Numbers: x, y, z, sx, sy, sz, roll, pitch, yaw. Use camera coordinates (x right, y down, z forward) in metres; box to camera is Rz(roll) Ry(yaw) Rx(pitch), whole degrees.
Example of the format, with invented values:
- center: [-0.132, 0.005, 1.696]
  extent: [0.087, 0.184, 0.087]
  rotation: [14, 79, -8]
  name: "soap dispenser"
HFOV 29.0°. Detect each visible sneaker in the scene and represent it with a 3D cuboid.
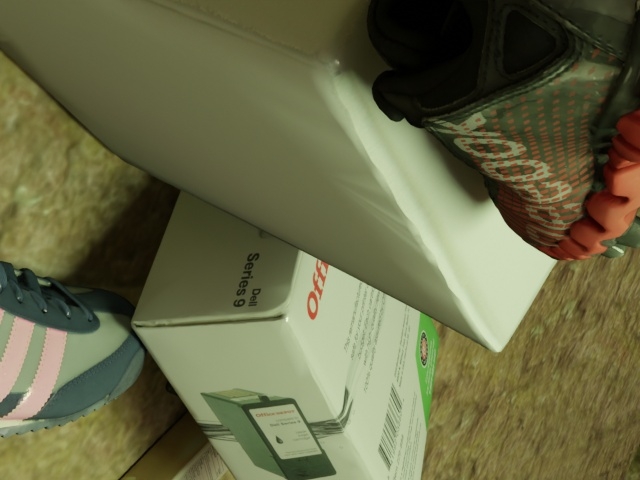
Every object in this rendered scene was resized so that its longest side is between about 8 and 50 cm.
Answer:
- center: [-0.207, 0.042, 0.738]
  extent: [0.319, 0.112, 0.131]
  rotation: [-8, 122, -58]
  name: "sneaker"
- center: [0.085, -0.065, 0.475]
  extent: [0.276, 0.135, 0.098]
  rotation: [84, 25, -77]
  name: "sneaker"

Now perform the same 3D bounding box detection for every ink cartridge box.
- center: [-0.010, 0.070, 0.954]
  extent: [0.289, 0.121, 0.211]
  rotation: [65, 29, -42]
  name: "ink cartridge box"

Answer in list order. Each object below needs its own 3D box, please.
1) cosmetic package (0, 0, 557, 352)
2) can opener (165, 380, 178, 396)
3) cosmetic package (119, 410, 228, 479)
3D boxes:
- center: [0.029, -0.219, 0.692]
  extent: [0.394, 0.329, 0.327]
  rotation: [-58, 150, -10]
  name: "cosmetic package"
- center: [-0.080, 0.122, 1.073]
  extent: [0.073, 0.059, 0.186]
  rotation: [-42, 145, 16]
  name: "can opener"
- center: [-0.128, 0.205, 1.069]
  extent: [0.115, 0.041, 0.060]
  rotation: [-44, 145, -32]
  name: "cosmetic package"
